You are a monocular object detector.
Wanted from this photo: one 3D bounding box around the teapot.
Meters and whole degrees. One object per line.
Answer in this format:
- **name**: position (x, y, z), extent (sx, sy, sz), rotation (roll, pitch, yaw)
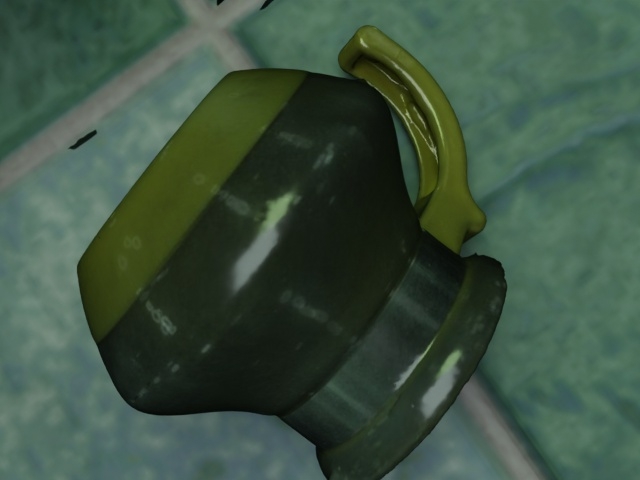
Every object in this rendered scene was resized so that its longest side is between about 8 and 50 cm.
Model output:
- **teapot**: position (0.000, 0.000, 0.380), extent (0.119, 0.130, 0.166), rotation (38, 60, -8)
